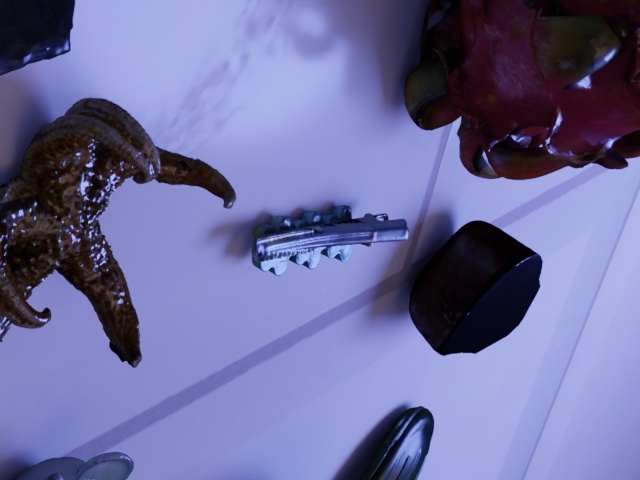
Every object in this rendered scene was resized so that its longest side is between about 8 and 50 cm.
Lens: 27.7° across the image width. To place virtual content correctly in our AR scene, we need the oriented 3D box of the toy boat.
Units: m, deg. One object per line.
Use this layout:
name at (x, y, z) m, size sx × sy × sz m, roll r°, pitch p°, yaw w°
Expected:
toy boat at (0.055, 0.264, 1.343) m, size 0.210 × 0.052 × 0.104 m, roll -55°, pitch 150°, yaw -5°

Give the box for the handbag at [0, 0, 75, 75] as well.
handbag at (-0.197, -0.132, 0.498) m, size 0.270 × 0.088 × 0.175 m, roll -30°, pitch 135°, yaw -40°

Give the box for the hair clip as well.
hair clip at (-0.001, 0.001, 0.984) m, size 0.173 × 0.049 × 0.049 m, roll -8°, pitch 126°, yaw -49°

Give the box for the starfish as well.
starfish at (-0.140, 0.013, 0.738) m, size 0.190 × 0.074 × 0.146 m, roll -53°, pitch 151°, yaw -5°

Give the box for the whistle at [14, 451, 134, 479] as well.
whistle at (-0.172, 0.227, 0.921) m, size 0.114 × 0.077 × 0.236 m, roll -23°, pitch 145°, yaw -17°

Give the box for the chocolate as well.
chocolate at (0.135, 0.047, 1.212) m, size 0.125 × 0.080 × 0.149 m, roll -37°, pitch 156°, yaw -11°

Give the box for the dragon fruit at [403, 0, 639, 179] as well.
dragon fruit at (0.184, -0.149, 0.915) m, size 0.227 × 0.243 × 0.307 m, roll -8°, pitch 126°, yaw -33°
